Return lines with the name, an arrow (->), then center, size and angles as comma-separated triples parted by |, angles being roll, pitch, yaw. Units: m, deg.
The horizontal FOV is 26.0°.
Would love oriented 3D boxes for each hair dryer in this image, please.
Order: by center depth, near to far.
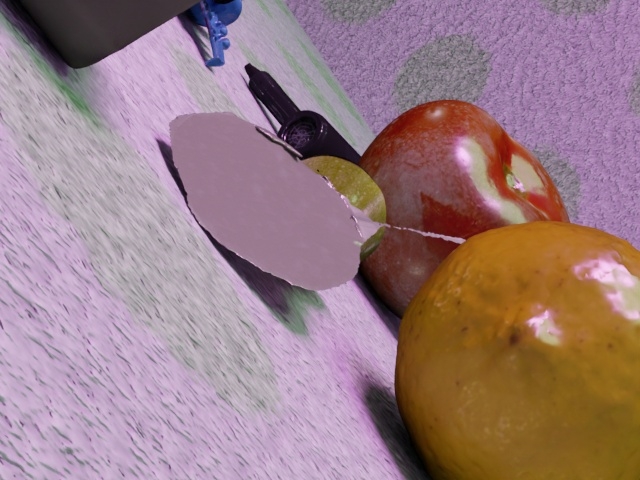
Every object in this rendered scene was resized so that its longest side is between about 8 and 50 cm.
hair dryer -> -0.043, -0.153, 1.694 | 0.255, 0.070, 0.128 | 50, 5, 38

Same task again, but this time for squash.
squash -> -0.008, -0.002, 1.135 | 0.105, 0.105, 0.132 | 52, 24, -8

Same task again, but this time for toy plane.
toy plane -> -0.140, -0.307, 1.619 | 0.254, 0.105, 0.271 | 70, 16, 14

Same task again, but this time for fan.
fan -> 0.012, -0.019, 1.089 | 0.310, 0.010, 0.182 | 13, 42, -39

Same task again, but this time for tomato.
tomato -> 0.143, -0.012, 1.539 | 0.270, 0.222, 0.270 | 38, 32, -29

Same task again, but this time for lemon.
lemon -> 0.185, 0.110, 1.117 | 0.253, 0.253, 0.310 | 55, 4, 16

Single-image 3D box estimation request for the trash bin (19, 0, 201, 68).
trash bin -> -0.163, -0.268, 0.909 | 0.250, 0.220, 0.219 | 58, 7, -23
